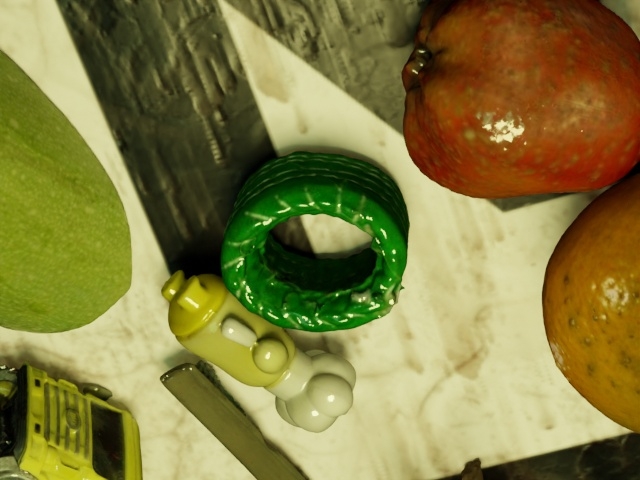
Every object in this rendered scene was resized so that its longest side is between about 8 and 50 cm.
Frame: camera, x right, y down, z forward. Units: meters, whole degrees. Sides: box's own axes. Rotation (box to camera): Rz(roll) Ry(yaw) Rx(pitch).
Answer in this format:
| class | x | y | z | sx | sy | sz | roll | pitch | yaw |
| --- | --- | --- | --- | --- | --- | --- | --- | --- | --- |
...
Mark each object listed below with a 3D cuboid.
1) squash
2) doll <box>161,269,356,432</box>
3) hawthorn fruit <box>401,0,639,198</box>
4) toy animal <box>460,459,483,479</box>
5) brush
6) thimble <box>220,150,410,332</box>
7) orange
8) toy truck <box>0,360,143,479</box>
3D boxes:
| class | x | y | z | sx | sy | sz | roll | pitch | yaw |
| --- | --- | --- | --- | --- | --- | --- | --- | --- | --- |
| squash | -0.266 | -0.052 | 1.364 | 0.189 | 0.189 | 0.260 | -36 | 145 | 20 |
| doll | -0.042 | 0.079 | 1.374 | 0.162 | 0.106 | 0.062 | 38 | 83 | -19 |
| hawthorn fruit | 0.156 | -0.092 | 1.236 | 0.203 | 0.162 | 0.162 | 11 | 118 | -9 |
| toy animal | 0.119 | 0.265 | 1.428 | 0.094 | 0.214 | 0.186 | -25 | 82 | 7 |
| brush | -0.051 | 0.154 | 1.450 | 0.034 | 0.027 | 0.190 | -30 | 118 | 22 |
| thimble | 0.000 | 0.000 | 1.329 | 0.130 | 0.090 | 0.118 | 22 | 115 | -7 |
| orange | 0.264 | 0.044 | 1.256 | 0.240 | 0.171 | 0.240 | -10 | 152 | -5 |
| toy truck | -0.227 | 0.232 | 1.450 | 0.157 | 0.124 | 0.272 | 21 | 120 | -23 |
